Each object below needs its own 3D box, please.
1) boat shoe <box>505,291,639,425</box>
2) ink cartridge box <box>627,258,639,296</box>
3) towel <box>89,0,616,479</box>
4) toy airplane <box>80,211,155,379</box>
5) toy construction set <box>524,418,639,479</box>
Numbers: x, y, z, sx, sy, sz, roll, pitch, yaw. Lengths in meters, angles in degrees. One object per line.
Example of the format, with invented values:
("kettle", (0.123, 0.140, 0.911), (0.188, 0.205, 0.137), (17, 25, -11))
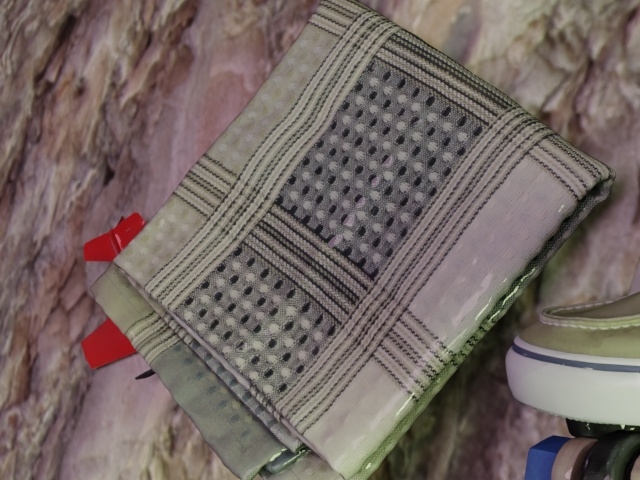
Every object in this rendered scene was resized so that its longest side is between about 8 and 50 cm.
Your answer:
("boat shoe", (0.232, 0.033, 0.763), (0.302, 0.109, 0.094), (-7, 96, 31))
("ink cartridge box", (0.284, 0.001, 0.890), (0.225, 0.056, 0.181), (-29, 24, 45))
("towel", (0.000, 0.000, 1.100), (0.324, 0.056, 0.312), (-51, 52, 2))
("toy airplane", (-0.152, 0.042, 1.264), (0.151, 0.028, 0.151), (-8, 76, 33))
("toy construction set", (0.280, 0.188, 0.831), (0.309, 0.257, 0.237), (-8, 96, 28))
